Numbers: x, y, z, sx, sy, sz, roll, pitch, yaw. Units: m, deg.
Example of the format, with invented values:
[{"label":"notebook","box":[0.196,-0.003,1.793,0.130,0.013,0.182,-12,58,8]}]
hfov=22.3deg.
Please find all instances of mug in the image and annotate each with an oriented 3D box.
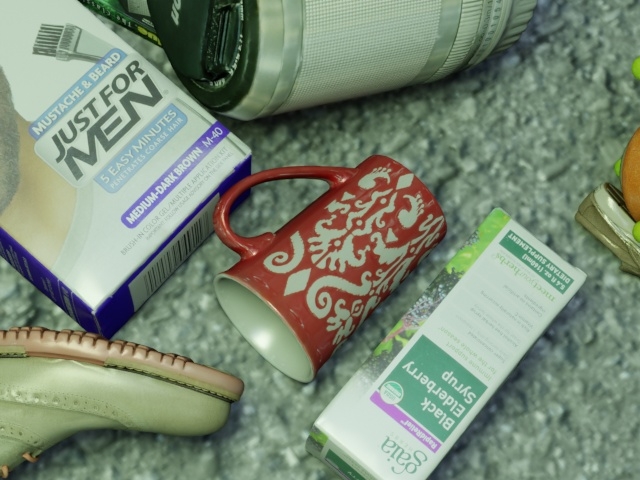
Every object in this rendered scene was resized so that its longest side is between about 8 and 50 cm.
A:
[{"label":"mug","box":[0.007,0.005,1.291,0.169,0.150,0.113,-41,39,-20]}]

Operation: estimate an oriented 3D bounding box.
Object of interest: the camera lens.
[{"label":"camera lens","box":[0.010,-0.222,1.299,0.274,0.219,0.219,-14,72,-26]}]

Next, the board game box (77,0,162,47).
[{"label":"board game box","box":[-0.148,-0.249,1.422,0.260,0.030,0.136,30,74,6]}]

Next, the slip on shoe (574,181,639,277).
[{"label":"slip on shoe","box":[0.269,0.013,1.359,0.135,0.051,0.041,46,114,3]}]

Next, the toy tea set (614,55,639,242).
[{"label":"toy tea set","box":[0.349,-0.134,1.365,0.336,0.124,0.200,-26,114,-39]}]

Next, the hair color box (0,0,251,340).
[{"label":"hair color box","box":[-0.239,-0.100,1.323,0.339,0.110,0.185,40,74,11]}]

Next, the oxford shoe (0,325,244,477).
[{"label":"oxford shoe","box":[-0.257,0.139,1.236,0.397,0.140,0.146,2,80,5]}]

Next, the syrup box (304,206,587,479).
[{"label":"syrup box","box":[0.098,0.098,1.286,0.093,0.096,0.237,39,72,9]}]
